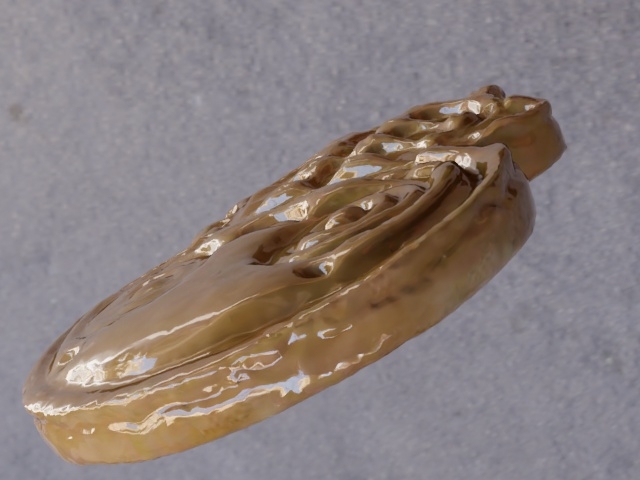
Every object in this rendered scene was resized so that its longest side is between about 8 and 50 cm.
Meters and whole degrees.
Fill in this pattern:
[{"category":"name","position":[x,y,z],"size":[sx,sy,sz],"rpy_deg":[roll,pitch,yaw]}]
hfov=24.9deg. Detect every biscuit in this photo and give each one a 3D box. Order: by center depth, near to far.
[{"category":"biscuit","position":[0.000,-0.001,0.559],"size":[0.202,0.288,0.044],"rpy_deg":[-20,105,34]}]
